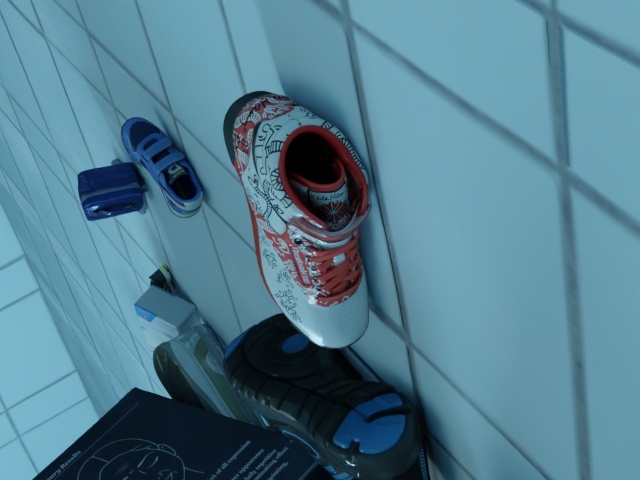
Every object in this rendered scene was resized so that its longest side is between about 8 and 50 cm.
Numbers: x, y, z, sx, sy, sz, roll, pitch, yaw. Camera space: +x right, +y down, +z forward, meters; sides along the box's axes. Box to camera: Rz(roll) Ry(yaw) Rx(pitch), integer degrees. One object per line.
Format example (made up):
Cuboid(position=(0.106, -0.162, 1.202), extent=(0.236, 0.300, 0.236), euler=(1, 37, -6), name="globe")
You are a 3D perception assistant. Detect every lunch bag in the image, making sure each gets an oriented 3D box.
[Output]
Cuboid(position=(-0.299, -0.067, 1.923), extent=(0.067, 0.098, 0.065), euler=(103, 153, -68), name="lunch bag")

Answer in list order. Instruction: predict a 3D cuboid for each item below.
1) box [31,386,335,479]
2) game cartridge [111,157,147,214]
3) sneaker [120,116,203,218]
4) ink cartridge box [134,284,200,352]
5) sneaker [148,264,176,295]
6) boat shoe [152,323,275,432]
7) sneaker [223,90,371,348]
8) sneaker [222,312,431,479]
Cuboid(position=(-0.193, 0.407, 1.840), extent=(0.395, 0.293, 0.212), euler=(12, 131, 39), name="box")
Cuboid(position=(-0.289, -0.083, 1.999), extent=(0.083, 0.017, 0.056), euler=(50, 157, 29), name="game cartridge")
Cuboid(position=(-0.191, -0.095, 1.645), extent=(0.144, 0.053, 0.059), euler=(52, 164, -4), name="sneaker")
Cuboid(position=(-0.236, 0.138, 2.099), extent=(0.089, 0.052, 0.122), euler=(25, 147, 24), name="ink cartridge box")
Cuboid(position=(-0.255, 0.072, 2.117), extent=(0.031, 0.035, 0.083), euler=(49, 160, 34), name="sneaker")
Cuboid(position=(-0.124, 0.269, 1.994), extent=(0.320, 0.103, 0.118), euler=(51, 145, 11), name="boat shoe")
Cuboid(position=(-0.001, 0.000, 1.191), extent=(0.145, 0.090, 0.270), euler=(30, 144, 63), name="sneaker")
Cuboid(position=(0.002, 0.191, 1.438), extent=(0.341, 0.125, 0.139), euler=(39, 158, 55), name="sneaker")
